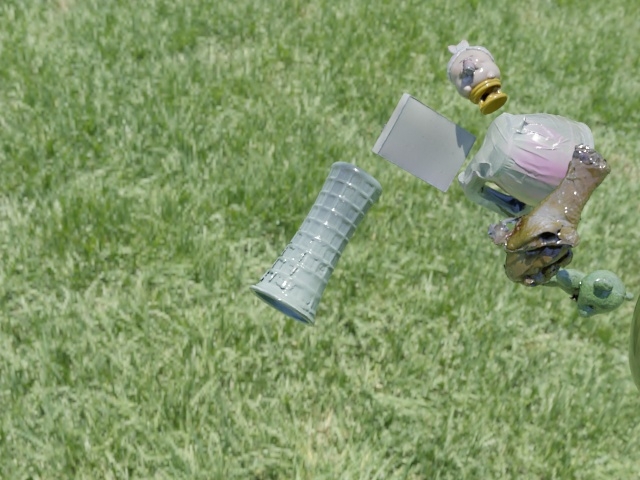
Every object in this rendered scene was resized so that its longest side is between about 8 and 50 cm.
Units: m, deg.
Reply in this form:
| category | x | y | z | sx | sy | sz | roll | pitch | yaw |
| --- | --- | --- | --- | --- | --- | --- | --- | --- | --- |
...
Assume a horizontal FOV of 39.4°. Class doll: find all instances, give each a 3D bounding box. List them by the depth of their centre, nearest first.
| category | x | y | z | sx | sy | sz | roll | pitch | yaw |
| --- | --- | --- | --- | --- | --- | --- | --- | --- | --- |
| doll | 0.388 | 0.073 | 1.345 | 0.115 | 0.077 | 0.150 | 14 | 3 | -42 |
| doll | 0.228 | -0.255 | 1.348 | 0.127 | 0.073 | 0.084 | 61 | 18 | 19 |

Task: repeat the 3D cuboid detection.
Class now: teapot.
| category | x | y | z | sx | sy | sz | roll | pitch | yaw |
| --- | --- | --- | --- | --- | --- | --- | --- | --- | --- |
| teapot | 0.355 | -0.141 | 1.577 | 0.178 | 0.221 | 0.163 | 15 | 76 | -14 |

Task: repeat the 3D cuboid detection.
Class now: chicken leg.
| category | x | y | z | sx | sy | sz | roll | pitch | yaw |
| --- | --- | --- | --- | --- | --- | --- | --- | --- | --- |
| chicken leg | 0.302 | -0.028 | 1.164 | 0.080 | 0.196 | 0.125 | 23 | 31 | -28 |

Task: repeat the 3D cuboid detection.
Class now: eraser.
| category | x | y | z | sx | sy | sz | roll | pitch | yaw |
| --- | --- | --- | --- | --- | --- | --- | --- | --- | --- |
| eraser | 0.162 | -0.150 | 1.383 | 0.150 | 0.104 | 0.023 | 26 | 7 | -31 |

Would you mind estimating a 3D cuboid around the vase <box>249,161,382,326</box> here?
| category | x | y | z | sx | sy | sz | roll | pitch | yaw |
| --- | --- | --- | --- | --- | --- | --- | --- | --- | --- |
| vase | 0.000 | 0.000 | 1.691 | 0.143 | 0.143 | 0.299 | 26 | 78 | 19 |

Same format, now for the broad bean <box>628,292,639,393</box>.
| category | x | y | z | sx | sy | sz | roll | pitch | yaw |
| --- | --- | --- | --- | --- | --- | --- | --- | --- | --- |
| broad bean | 0.268 | 0.012 | 0.483 | 0.121 | 0.263 | 0.189 | 31 | 51 | -21 |
